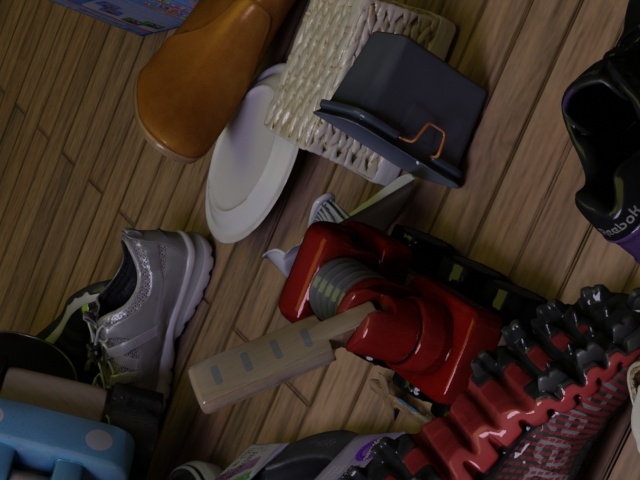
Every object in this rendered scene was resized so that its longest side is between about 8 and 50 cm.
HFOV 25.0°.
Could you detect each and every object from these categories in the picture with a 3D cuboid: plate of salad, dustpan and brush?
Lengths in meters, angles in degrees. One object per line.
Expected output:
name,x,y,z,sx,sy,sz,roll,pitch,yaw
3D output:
plate of salad,-0.063,-0.089,1.513,0.200,0.048,0.200,-37,43,45
dustpan and brush,0.000,0.000,1.343,0.060,0.147,0.211,54,159,17

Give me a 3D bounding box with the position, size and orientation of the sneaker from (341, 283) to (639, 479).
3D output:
sneaker,0.148,0.150,1.043,0.276,0.135,0.097,-42,25,5

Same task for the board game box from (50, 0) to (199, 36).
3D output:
board game box,-0.239,-0.304,1.778,0.211,0.160,0.039,3,77,57

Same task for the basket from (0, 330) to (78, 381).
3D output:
basket,-0.399,0.236,1.724,0.227,0.204,0.154,105,153,-48

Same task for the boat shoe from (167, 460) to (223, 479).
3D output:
boat shoe,-0.148,0.369,1.367,0.121,0.119,0.335,-28,54,49

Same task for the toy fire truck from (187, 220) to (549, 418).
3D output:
toy fire truck,0.017,0.065,1.136,0.217,0.246,0.158,34,104,56

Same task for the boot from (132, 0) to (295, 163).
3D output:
boot,-0.087,-0.225,1.504,0.211,0.104,0.295,-45,19,32

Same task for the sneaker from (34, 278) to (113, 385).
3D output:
sneaker,-0.274,0.127,1.735,0.235,0.084,0.097,-42,68,41

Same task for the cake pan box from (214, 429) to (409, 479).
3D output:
cake pan box,-0.056,0.261,1.199,0.267,0.070,0.246,-40,16,-33

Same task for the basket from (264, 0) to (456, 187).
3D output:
basket,0.033,-0.150,1.345,0.113,0.103,0.167,34,105,58

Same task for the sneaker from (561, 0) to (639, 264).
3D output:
sneaker,0.226,-0.106,0.981,0.107,0.124,0.283,-43,31,41

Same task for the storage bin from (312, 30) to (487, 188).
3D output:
storage bin,0.079,-0.116,1.243,0.098,0.135,0.091,22,85,58

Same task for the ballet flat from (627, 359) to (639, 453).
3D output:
ballet flat,0.230,0.157,0.951,0.057,0.052,0.168,-37,47,43

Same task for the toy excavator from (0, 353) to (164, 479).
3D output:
toy excavator,-0.284,0.286,1.341,0.445,0.222,0.433,-86,14,-50

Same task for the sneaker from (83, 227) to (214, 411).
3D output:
sneaker,-0.222,0.111,1.603,0.105,0.115,0.281,25,97,58

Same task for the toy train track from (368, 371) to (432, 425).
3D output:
toy train track,0.072,0.138,1.233,0.083,0.014,0.048,32,143,48
